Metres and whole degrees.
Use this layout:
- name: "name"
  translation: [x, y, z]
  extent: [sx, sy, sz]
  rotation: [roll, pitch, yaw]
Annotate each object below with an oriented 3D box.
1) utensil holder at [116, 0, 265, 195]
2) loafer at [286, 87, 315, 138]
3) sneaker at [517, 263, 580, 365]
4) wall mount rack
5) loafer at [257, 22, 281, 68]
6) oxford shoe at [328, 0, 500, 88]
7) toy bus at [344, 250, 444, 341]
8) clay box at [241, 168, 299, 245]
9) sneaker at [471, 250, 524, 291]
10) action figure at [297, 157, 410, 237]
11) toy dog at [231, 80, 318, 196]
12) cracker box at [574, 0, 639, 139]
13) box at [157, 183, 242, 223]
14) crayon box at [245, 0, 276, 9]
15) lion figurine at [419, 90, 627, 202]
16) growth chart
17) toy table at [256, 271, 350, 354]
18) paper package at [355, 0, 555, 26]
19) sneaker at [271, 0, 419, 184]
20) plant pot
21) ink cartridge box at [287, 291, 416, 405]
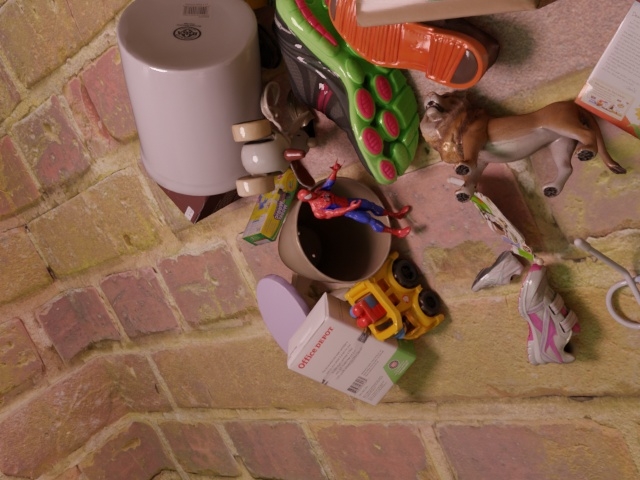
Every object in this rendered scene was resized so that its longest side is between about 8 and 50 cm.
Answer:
- name: "utensil holder"
  translation: [-0.291, -0.347, 1.611]
  extent: [0.327, 0.327, 0.386]
  rotation: [35, 151, 20]
- name: "loafer"
  translation: [-0.041, -0.308, 1.688]
  extent: [0.050, 0.056, 0.148]
  rotation: [13, 133, 35]
- name: "sneaker"
  translation: [0.500, 0.161, 1.471]
  extent: [0.111, 0.103, 0.252]
  rotation: [1, 122, 37]
- name: "wall mount rack"
  translation: [0.650, 0.072, 1.252]
  extent: [0.350, 0.130, 0.304]
  rotation: [-27, 96, 46]
- name: "loafer"
  translation: [-0.212, -0.514, 1.686]
  extent: [0.267, 0.084, 0.096]
  rotation: [46, 135, 10]
- name: "oxford shoe"
  translation: [0.181, -0.415, 1.363]
  extent: [0.363, 0.132, 0.130]
  rotation: [32, 138, 18]
- name: "toy bus"
  translation: [0.166, 0.171, 1.682]
  extent: [0.220, 0.211, 0.149]
  rotation: [52, 135, 1]
- name: "clay box"
  translation: [-0.123, -0.100, 1.790]
  extent: [0.053, 0.222, 0.127]
  rotation: [30, 161, -23]
- name: "sneaker"
  translation: [0.396, 0.084, 1.541]
  extent: [0.061, 0.054, 0.152]
  rotation: [36, 141, -4]
- name: "action figure"
  translation: [0.091, -0.092, 1.552]
  extent: [0.139, 0.280, 0.092]
  rotation: [128, 147, -52]
- name: "toy dog"
  translation: [-0.070, -0.208, 1.520]
  extent: [0.160, 0.334, 0.220]
  rotation: [1, 126, 20]
- name: "cracker box"
  translation: [0.561, -0.298, 1.149]
  extent: [0.155, 0.067, 0.232]
  rotation: [37, 135, 18]
- name: "box"
  translation: [-0.307, -0.187, 1.885]
  extent: [0.167, 0.203, 0.168]
  rotation: [47, 136, 9]
- name: "crayon box"
  translation: [-0.218, -0.675, 1.595]
  extent: [0.322, 0.083, 0.203]
  rotation: [31, 132, 23]
- name: "lion figurine"
  translation: [0.375, -0.200, 1.313]
  extent: [0.391, 0.240, 0.142]
  rotation: [3, 139, 23]
- name: "growth chart"
  translation: [0.363, -0.047, 1.438]
  extent: [0.237, 0.021, 0.172]
  rotation: [47, -179, -6]
- name: "toy table"
  translation: [-0.046, 0.191, 1.918]
  extent: [0.252, 0.161, 0.275]
  rotation: [1, 116, 41]
- name: "paper package"
  translation: [0.255, -0.473, 1.135]
  extent: [0.324, 0.309, 0.168]
  rotation: [8, 120, 37]
- name: "sneaker"
  translation: [0.054, -0.346, 1.523]
  extent: [0.483, 0.185, 0.202]
  rotation: [60, 158, -4]
- name: "plant pot"
  translation: [0.000, 0.000, 1.724]
  extent: [0.257, 0.256, 0.274]
  rotation: [59, 152, -4]
- name: "ink cartridge box"
  translation: [0.077, 0.283, 1.770]
  extent: [0.272, 0.115, 0.198]
  rotation: [27, 116, -17]
